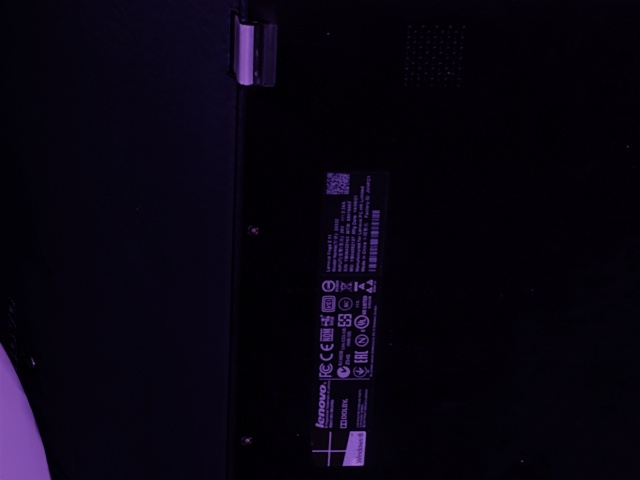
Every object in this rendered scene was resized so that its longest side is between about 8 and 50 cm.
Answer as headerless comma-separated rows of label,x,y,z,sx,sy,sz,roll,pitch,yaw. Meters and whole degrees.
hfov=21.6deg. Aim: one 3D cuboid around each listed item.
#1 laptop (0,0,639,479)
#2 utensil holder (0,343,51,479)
laptop,0.000,0.000,0.939,0.408,0.236,0.382,0,116,-6
utensil holder,-0.385,0.183,0.932,0.385,0.327,0.327,-16,74,16
